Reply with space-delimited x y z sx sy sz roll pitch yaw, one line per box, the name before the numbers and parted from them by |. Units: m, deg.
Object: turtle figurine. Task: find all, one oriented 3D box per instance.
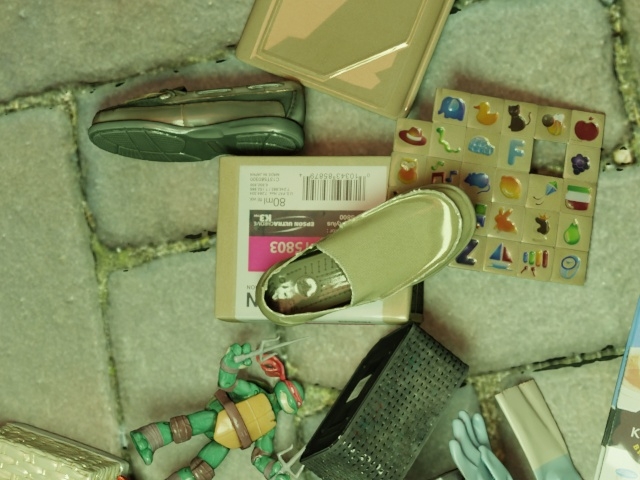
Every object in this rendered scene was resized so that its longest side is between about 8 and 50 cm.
turtle figurine | -0.092 0.213 1.847 0.234 0.118 0.175 -29 90 -11

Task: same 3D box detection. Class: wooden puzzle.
wooden puzzle | 0.039 -0.278 1.895 0.239 0.044 0.221 23 92 20

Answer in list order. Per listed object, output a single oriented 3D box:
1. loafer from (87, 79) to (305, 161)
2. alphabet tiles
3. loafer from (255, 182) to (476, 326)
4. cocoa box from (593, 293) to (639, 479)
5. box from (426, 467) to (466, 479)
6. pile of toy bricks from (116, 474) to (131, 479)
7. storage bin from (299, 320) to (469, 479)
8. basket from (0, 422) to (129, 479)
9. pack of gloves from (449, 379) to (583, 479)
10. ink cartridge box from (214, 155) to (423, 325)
loafer | -0.143 -0.146 1.913 0.268 0.096 0.084 2 66 16
alphabet tiles | 0.193 -0.062 1.804 0.237 0.009 0.198 9 85 -7
loafer | 0.046 0.026 1.745 0.268 0.092 0.102 -29 93 14
cocoa box | 0.414 0.174 1.602 0.231 0.347 0.228 14 89 15
box | 0.127 0.338 1.716 0.142 0.247 0.163 -28 80 10
pile of toy bricks | -0.166 0.363 1.851 0.212 0.105 0.118 27 94 7
storage bin | 0.069 0.190 1.767 0.084 0.122 0.180 38 63 -7
basket | -0.331 0.294 1.913 0.167 0.103 0.113 16 91 14
pack of gloves | 0.219 0.281 1.741 0.046 0.195 0.232 -34 77 38
ink cartridge box | 0.000 0.000 1.857 0.235 0.088 0.193 0 85 13
